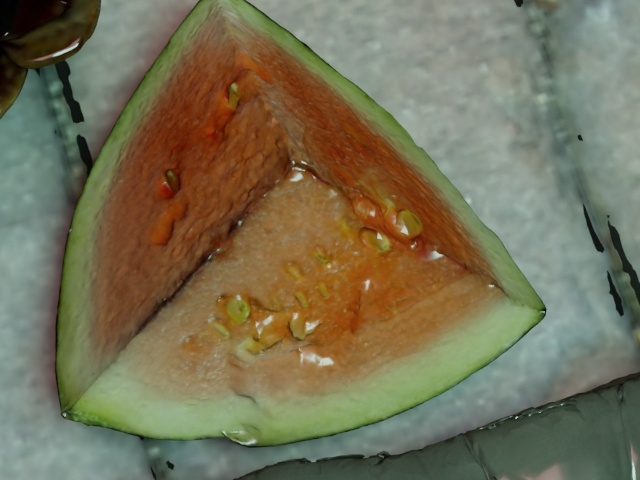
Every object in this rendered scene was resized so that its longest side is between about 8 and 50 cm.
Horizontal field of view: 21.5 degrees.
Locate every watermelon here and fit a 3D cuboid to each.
[{"bbox_3d":[-0.005,0.005,0.684,0.145,0.137,0.193,28,71,-33],"label":"watermelon"}]

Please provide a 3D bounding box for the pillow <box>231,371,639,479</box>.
[{"bbox_3d":[0.115,0.156,0.642,0.326,0.101,0.228,-18,77,-7],"label":"pillow"}]

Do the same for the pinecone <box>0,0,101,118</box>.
[{"bbox_3d":[-0.188,-0.152,0.634,0.224,0.272,0.224,-13,42,12],"label":"pinecone"}]
